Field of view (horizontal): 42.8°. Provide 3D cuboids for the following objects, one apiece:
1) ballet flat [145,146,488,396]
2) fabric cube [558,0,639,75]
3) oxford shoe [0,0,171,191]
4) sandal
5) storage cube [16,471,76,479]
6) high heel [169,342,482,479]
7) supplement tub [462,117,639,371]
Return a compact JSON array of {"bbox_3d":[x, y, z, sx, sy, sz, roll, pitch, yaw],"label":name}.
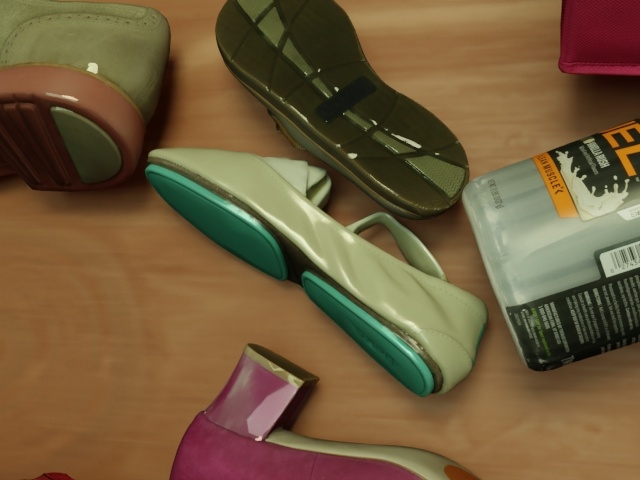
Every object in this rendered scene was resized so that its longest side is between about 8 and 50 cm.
[{"bbox_3d":[0.000,0.000,0.521,0.248,0.086,0.086,37,92,16],"label":"ballet flat"},{"bbox_3d":[0.245,-0.252,0.361,0.254,0.258,0.259,3,63,16],"label":"fabric cube"},{"bbox_3d":[-0.266,-0.116,0.602,0.349,0.123,0.130,7,57,17],"label":"oxford shoe"},{"bbox_3d":[0.008,-0.089,0.533,0.090,0.060,0.219,-36,69,-23],"label":"sandal"},{"bbox_3d":[-0.194,0.242,0.442,0.184,0.193,0.214,-7,78,32],"label":"storage cube"},{"bbox_3d":[0.020,0.168,0.479,0.244,0.082,0.117,29,92,16],"label":"high heel"},{"bbox_3d":[0.184,-0.010,0.445,0.191,0.117,0.116,-20,77,10],"label":"supplement tub"}]
